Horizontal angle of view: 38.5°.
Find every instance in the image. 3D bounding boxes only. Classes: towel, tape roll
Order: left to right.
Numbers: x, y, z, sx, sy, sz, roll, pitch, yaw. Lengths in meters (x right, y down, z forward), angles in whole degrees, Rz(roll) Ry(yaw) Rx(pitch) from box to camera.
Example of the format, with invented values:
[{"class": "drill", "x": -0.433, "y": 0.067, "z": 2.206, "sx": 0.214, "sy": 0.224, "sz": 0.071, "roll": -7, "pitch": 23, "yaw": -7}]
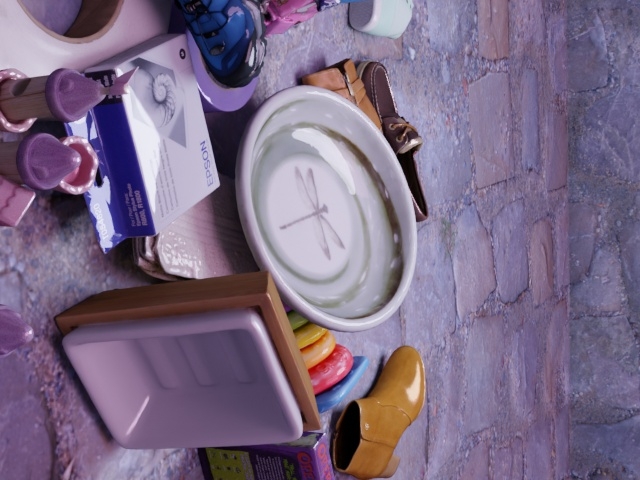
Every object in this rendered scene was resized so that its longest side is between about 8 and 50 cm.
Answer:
[{"class": "tape roll", "x": -0.323, "y": -0.333, "z": 1.079, "sx": 0.392, "sy": 0.072, "sz": 0.392, "roll": -5, "pitch": 96, "yaw": -60}, {"class": "towel", "x": -0.174, "y": -0.024, "z": 1.338, "sx": 0.282, "sy": 0.049, "sz": 0.187, "roll": 21, "pitch": 61, "yaw": -59}, {"class": "tape roll", "x": -0.171, "y": -0.281, "z": 1.339, "sx": 0.189, "sy": 0.080, "sz": 0.189, "roll": 0, "pitch": 90, "yaw": -61}]

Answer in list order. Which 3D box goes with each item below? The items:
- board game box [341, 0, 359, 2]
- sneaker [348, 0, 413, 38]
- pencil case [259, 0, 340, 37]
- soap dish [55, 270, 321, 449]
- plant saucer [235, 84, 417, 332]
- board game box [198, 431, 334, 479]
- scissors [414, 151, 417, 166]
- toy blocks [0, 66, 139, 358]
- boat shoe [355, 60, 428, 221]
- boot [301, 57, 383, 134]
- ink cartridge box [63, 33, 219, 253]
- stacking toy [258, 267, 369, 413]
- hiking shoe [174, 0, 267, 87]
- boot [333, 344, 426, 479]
[{"class": "board game box", "x": 0.032, "y": -0.537, "z": 1.463, "sx": 0.086, "sy": 0.301, "sz": 0.308, "roll": 21, "pitch": 72, "yaw": -61}, {"class": "sneaker", "x": 0.134, "y": -0.535, "z": 1.851, "sx": 0.151, "sy": 0.094, "sz": 0.256, "roll": 6, "pitch": 96, "yaw": -55}, {"class": "pencil case", "x": -0.104, "y": -0.487, "z": 1.291, "sx": 0.386, "sy": 0.160, "sz": 0.167, "roll": 61, "pitch": 4, "yaw": -15}, {"class": "soap dish", "x": -0.160, "y": 0.155, "z": 1.175, "sx": 0.118, "sy": 0.290, "sz": 0.229, "roll": -72, "pitch": 149, "yaw": -53}, {"class": "plant saucer", "x": -0.005, "y": -0.044, "z": 1.468, "sx": 0.400, "sy": 0.100, "sz": 0.401, "roll": 20, "pitch": 62, "yaw": -42}, {"class": "board game box", "x": -0.062, "y": 0.448, "z": 1.422, "sx": 0.056, "sy": 0.208, "sz": 0.347, "roll": -39, "pitch": 124, "yaw": -53}, {"class": "scissors", "x": 0.145, "y": -0.164, "z": 1.963, "sx": 0.297, "sy": 0.021, "sz": 0.109, "roll": -20, "pitch": 110, "yaw": -58}, {"class": "toy blocks", "x": -0.340, "y": -0.069, "z": 0.865, "sx": 0.309, "sy": 0.260, "sz": 0.289, "roll": 58, "pitch": 44, "yaw": -44}, {"class": "boat shoe", "x": 0.153, "y": -0.198, "z": 1.849, "sx": 0.123, "sy": 0.123, "sz": 0.342, "roll": -18, "pitch": 101, "yaw": -55}, {"class": "boot", "x": 0.017, "y": -0.195, "z": 1.655, "sx": 0.283, "sy": 0.109, "sz": 0.220, "roll": -36, "pitch": 115, "yaw": -42}, {"class": "ink cartridge box", "x": -0.220, "y": -0.126, "z": 1.154, "sx": 0.224, "sy": 0.045, "sz": 0.223, "roll": -46, "pitch": 133, "yaw": -51}, {"class": "stacking toy", "x": -0.059, "y": 0.129, "z": 1.502, "sx": 0.166, "sy": 0.175, "sz": 0.302, "roll": -41, "pitch": 114, "yaw": -56}, {"class": "hiking shoe", "x": -0.171, "y": -0.335, "z": 1.166, "sx": 0.132, "sy": 0.113, "sz": 0.304, "roll": -25, "pitch": 96, "yaw": -51}, {"class": "boot", "x": 0.118, "y": 0.333, "z": 1.839, "sx": 0.211, "sy": 0.104, "sz": 0.295, "roll": 36, "pitch": 64, "yaw": -55}]
